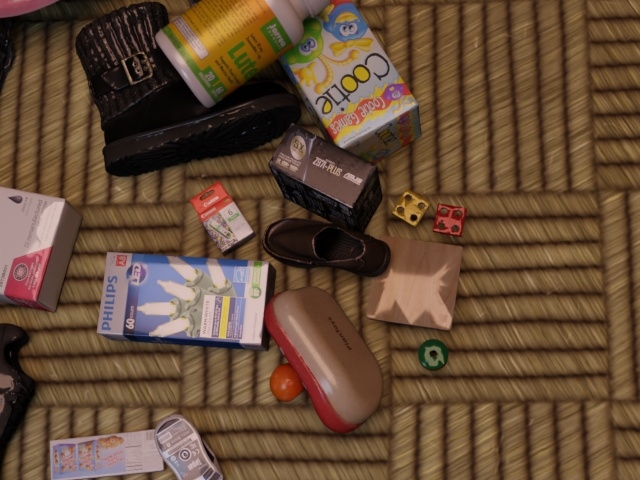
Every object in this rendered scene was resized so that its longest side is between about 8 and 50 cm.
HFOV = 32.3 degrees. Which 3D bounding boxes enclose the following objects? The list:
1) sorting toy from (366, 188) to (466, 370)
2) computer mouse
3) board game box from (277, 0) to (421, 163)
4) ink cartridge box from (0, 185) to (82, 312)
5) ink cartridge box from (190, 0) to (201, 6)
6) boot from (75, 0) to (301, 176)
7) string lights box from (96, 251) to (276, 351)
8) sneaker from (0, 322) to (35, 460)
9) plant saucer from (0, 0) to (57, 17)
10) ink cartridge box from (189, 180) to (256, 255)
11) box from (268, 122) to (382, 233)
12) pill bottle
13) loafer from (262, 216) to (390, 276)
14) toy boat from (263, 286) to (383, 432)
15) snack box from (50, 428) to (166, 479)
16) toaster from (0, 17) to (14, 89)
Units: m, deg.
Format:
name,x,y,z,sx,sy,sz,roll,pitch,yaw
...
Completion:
name,x,y,z,sx,sy,sz,roll,pitch,yaw
sorting toy,0.148,0.060,1.716,0.132,0.046,0.275,8,77,8
computer mouse,-0.183,0.351,1.683,0.106,0.042,0.193,-31,80,3
board game box,0.029,-0.266,1.762,0.142,0.144,0.275,-30,74,-1
ink cartridge box,-0.528,0.003,1.777,0.237,0.100,0.172,11,77,9
ink cartridge box,-0.196,-0.464,1.808,0.085,0.203,0.148,-21,75,-2
boot,-0.221,-0.269,1.797,0.347,0.131,0.260,-13,75,3
string lights box,-0.207,0.096,1.730,0.259,0.077,0.133,3,77,7
sneaker,-0.507,0.259,1.711,0.130,0.109,0.286,-5,77,-1
plant saucer,-0.492,-0.516,1.851,0.332,0.084,0.332,-10,52,12
ink cartridge box,-0.161,-0.039,1.784,0.062,0.029,0.115,-33,75,-2
box,0.011,-0.090,1.700,0.147,0.180,0.078,28,81,13
pill bottle,-0.112,-0.322,1.652,0.245,0.136,0.136,-36,75,1
loafer,0.000,0.000,1.712,0.220,0.078,0.080,7,76,27
toy boat,-0.016,0.192,1.670,0.151,0.151,0.231,-42,72,26
snack box,-0.329,0.333,1.711,0.178,0.022,0.064,-7,76,4
toaster,-0.615,-0.290,1.849,0.146,0.129,0.227,11,76,11
